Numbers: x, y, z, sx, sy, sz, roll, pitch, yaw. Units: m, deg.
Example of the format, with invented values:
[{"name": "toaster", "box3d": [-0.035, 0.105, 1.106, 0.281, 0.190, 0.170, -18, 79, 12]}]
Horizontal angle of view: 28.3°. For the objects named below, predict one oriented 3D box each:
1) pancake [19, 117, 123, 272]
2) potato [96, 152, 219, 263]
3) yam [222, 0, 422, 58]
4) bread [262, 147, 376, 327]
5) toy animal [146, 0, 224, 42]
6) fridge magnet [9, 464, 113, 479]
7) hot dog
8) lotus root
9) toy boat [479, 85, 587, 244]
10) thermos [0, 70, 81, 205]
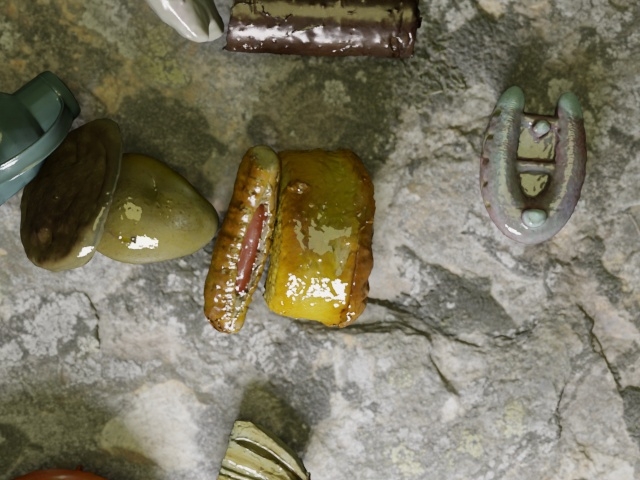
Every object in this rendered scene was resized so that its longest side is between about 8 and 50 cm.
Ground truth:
[{"name": "pancake", "box3d": [-0.350, -0.071, 1.761, 0.050, 0.242, 0.242, 24, 95, -41]}, {"name": "potato", "box3d": [-0.243, -0.037, 1.812, 0.194, 0.157, 0.157, 15, 95, -16]}, {"name": "yam", "box3d": [0.002, -0.320, 1.792, 0.279, 0.131, 0.131, 3, 95, -1]}, {"name": "bread", "box3d": [0.003, -0.004, 1.812, 0.160, 0.147, 0.261, 8, 95, -5]}, {"name": "toy animal", "box3d": [-0.244, -0.419, 1.746, 0.188, 0.266, 0.308, -9, 121, 10]}, {"name": "fridge magnet", "box3d": [-0.374, 0.506, 1.842, 0.363, 0.155, 0.364, 0, 96, -2]}, {"name": "hot dog", "box3d": [-0.114, 0.001, 1.802, 0.068, 0.083, 0.289, -5, 121, -37]}, {"name": "lotus root", "box3d": [-0.088, 0.351, 1.880, 0.144, 0.070, 0.143, 26, 88, 0]}, {"name": "toy boat", "box3d": [0.311, -0.107, 1.841, 0.155, 0.085, 0.227, 6, 95, -3]}, {"name": "thermos", "box3d": [-0.457, -0.120, 1.752, 0.286, 0.182, 0.145, -40, 125, -11]}]
